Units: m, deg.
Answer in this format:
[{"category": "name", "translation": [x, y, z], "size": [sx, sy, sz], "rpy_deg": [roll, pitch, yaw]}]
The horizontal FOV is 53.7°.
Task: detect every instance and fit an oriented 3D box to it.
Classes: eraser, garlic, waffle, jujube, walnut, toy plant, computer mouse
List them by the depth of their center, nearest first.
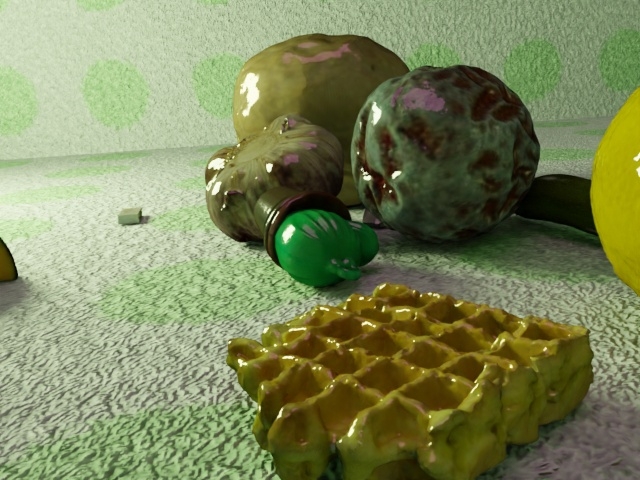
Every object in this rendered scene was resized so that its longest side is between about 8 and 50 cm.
[{"category": "waffle", "translation": [0.034, 0.094, 0.439], "size": [0.219, 0.057, 0.229], "rpy_deg": [-17, 18, -42]}, {"category": "toy plant", "translation": [0.000, 0.000, 0.753], "size": [0.142, 0.105, 0.200], "rpy_deg": [3, 25, -39]}, {"category": "jujube", "translation": [0.175, -0.120, 0.867], "size": [0.215, 0.247, 0.308], "rpy_deg": [-8, 18, 36]}, {"category": "garlic", "translation": [-0.070, -0.084, 0.980], "size": [0.244, 0.161, 0.245], "rpy_deg": [-18, 36, 14]}, {"category": "computer mouse", "translation": [0.098, -0.045, 1.029], "size": [0.055, 0.032, 0.110], "rpy_deg": [-1, 14, 11]}, {"category": "eraser", "translation": [-0.354, -0.047, 1.175], "size": [0.038, 0.019, 0.083], "rpy_deg": [-7, 14, -10]}, {"category": "walnut", "translation": [0.017, -0.229, 1.206], "size": [0.381, 0.381, 0.381], "rpy_deg": [-3, 14, 1]}]

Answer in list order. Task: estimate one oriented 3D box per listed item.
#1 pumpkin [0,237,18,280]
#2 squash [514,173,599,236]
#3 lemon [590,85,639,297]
[{"category": "pumpkin", "translation": [-0.536, -0.007, 0.816], "size": [0.253, 0.149, 0.130], "rpy_deg": [-9, 23, -18]}, {"category": "squash", "translation": [0.354, -0.050, 0.880], "size": [0.080, 0.071, 0.318], "rpy_deg": [35, -3, -26]}, {"category": "lemon", "translation": [0.354, -0.036, 0.496], "size": [0.245, 0.245, 0.320], "rpy_deg": [-5, 14, -5]}]
